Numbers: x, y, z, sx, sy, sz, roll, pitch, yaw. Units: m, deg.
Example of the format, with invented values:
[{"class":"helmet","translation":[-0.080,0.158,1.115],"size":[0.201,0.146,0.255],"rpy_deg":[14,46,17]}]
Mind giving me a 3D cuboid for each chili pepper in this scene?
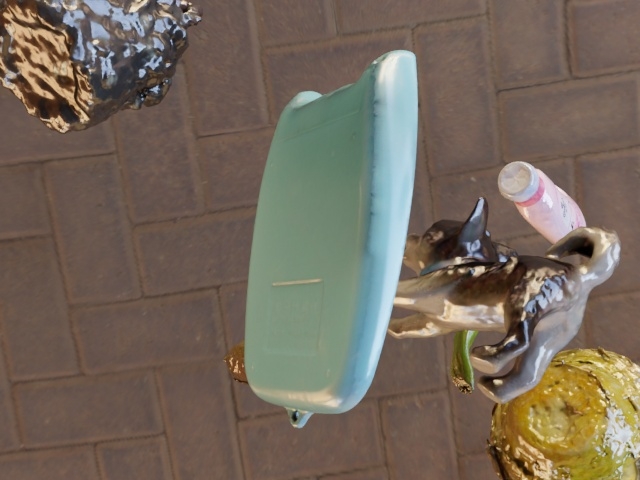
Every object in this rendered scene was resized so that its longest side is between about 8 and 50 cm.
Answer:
[{"class":"chili pepper","translation":[0.259,0.167,1.396],"size":[0.050,0.052,0.201],"rpy_deg":[24,66,-5]}]

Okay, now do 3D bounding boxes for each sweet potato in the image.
[{"class":"sweet potato","translation":[-0.068,0.190,1.175],"size":[0.075,0.273,0.075],"rpy_deg":[-1,93,-26]}]

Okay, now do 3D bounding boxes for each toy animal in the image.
[{"class":"toy animal","translation":[0.259,0.057,1.240],"size":[0.302,0.344,0.194],"rpy_deg":[-47,133,-12]}]

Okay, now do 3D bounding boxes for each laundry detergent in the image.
[{"class":"laundry detergent","translation":[0.467,-0.079,1.704],"size":[0.088,0.335,0.159],"rpy_deg":[-29,60,24]}]

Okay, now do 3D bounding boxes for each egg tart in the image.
[{"class":"egg tart","translation":[0.399,0.291,1.303],"size":[0.295,0.295,0.116],"rpy_deg":[-36,136,6]}]

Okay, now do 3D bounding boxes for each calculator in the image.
[{"class":"calculator","translation":[0.000,0.000,0.850],"size":[0.054,0.256,0.386],"rpy_deg":[13,78,-32]}]

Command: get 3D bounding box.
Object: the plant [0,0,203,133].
[{"class":"plant","translation":[-0.252,-0.239,0.931],"size":[0.178,0.234,0.204],"rpy_deg":[-29,107,42]}]
